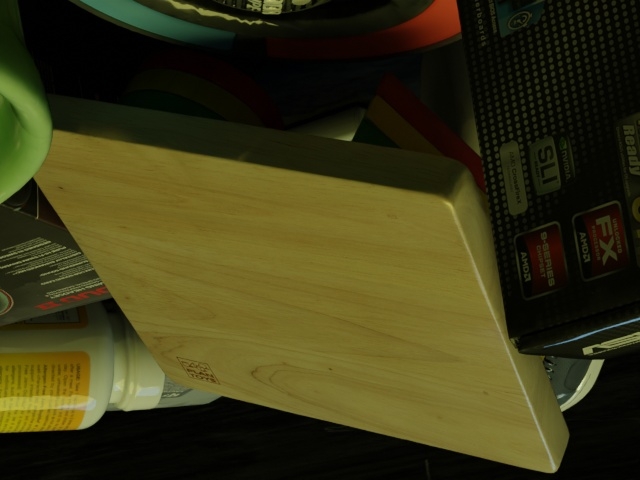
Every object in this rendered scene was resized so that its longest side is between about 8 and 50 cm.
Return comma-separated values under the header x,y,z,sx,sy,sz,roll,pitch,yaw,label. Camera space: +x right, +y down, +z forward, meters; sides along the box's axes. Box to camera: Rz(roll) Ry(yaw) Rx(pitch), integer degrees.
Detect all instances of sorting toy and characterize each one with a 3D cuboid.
x,y,z,sx,sy,sz,roll,pitch,yaw,label
0.000,0.000,0.999,0.257,0.089,0.255,11,149,28,sorting toy

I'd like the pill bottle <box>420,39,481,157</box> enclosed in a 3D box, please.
x,y,z,sx,sy,sz,roll,pitch,yaw,label
0.180,-0.071,1.061,0.229,0.131,0.131,-5,164,-6,pill bottle

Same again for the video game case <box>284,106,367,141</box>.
x,y,z,sx,sy,sz,roll,pitch,yaw,label
-0.004,-0.035,1.305,0.212,0.023,0.193,-17,161,32,video game case

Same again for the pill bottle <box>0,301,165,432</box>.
x,y,z,sx,sy,sz,roll,pitch,yaw,label
-0.237,0.096,1.497,0.208,0.118,0.117,-1,163,-22,pill bottle

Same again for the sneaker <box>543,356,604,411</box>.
x,y,z,sx,sy,sz,roll,pitch,yaw,label
0.178,0.077,1.577,0.163,0.086,0.226,-4,141,-35,sneaker

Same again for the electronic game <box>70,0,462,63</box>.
x,y,z,sx,sy,sz,roll,pitch,yaw,label
-0.027,-0.130,0.825,0.229,0.048,0.229,6,163,2,electronic game

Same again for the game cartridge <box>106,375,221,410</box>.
x,y,z,sx,sy,sz,roll,pitch,yaw,label
-0.209,0.114,1.689,0.294,0.060,0.196,2,158,-28,game cartridge

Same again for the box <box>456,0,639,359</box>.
x,y,z,sx,sy,sz,roll,pitch,yaw,label
0.148,-0.111,0.664,0.216,0.270,0.060,-20,160,41,box

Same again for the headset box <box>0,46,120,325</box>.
x,y,z,sx,sy,sz,roll,pitch,yaw,label
-0.229,-0.025,1.093,0.218,0.110,0.293,-14,162,22,headset box

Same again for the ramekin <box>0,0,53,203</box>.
x,y,z,sx,sy,sz,roll,pitch,yaw,label
-0.266,-0.099,0.751,0.303,0.148,0.303,-6,164,-2,ramekin
